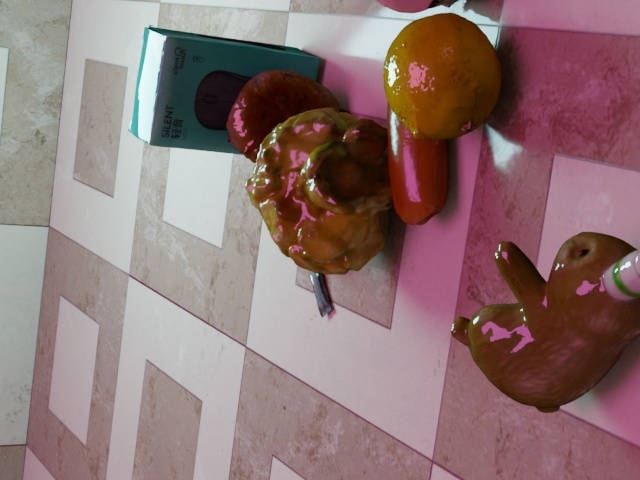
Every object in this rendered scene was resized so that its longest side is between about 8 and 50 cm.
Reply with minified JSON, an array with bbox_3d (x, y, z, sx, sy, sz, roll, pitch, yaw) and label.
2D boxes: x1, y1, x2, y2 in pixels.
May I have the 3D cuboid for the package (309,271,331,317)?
[{"bbox_3d":[-0.002,0.084,2.212,0.037,0.015,0.110,-51,44,46],"label":"package"}]

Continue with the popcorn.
[{"bbox_3d":[0.015,-0.085,2.002,0.258,0.224,0.270,37,112,38],"label":"popcorn"}]

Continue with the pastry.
[{"bbox_3d":[-0.060,-0.205,2.157,0.182,0.192,0.093,-56,5,-4],"label":"pastry"}]

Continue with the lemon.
[{"bbox_3d":[0.175,-0.240,1.783,0.173,0.173,0.206,-44,35,50],"label":"lemon"}]

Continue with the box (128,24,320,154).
[{"bbox_3d":[-0.171,-0.263,2.239,0.118,0.311,0.205,-148,66,-62],"label":"box"}]

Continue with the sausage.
[{"bbox_3d":[0.150,-0.141,1.896,0.098,0.098,0.238,-22,66,58],"label":"sausage"}]

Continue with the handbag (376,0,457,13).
[{"bbox_3d":[0.153,-0.431,1.817,0.179,0.116,0.205,39,126,6],"label":"handbag"}]

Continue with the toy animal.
[{"bbox_3d":[0.324,0.062,1.500,0.363,0.181,0.180,-55,51,45],"label":"toy animal"}]
